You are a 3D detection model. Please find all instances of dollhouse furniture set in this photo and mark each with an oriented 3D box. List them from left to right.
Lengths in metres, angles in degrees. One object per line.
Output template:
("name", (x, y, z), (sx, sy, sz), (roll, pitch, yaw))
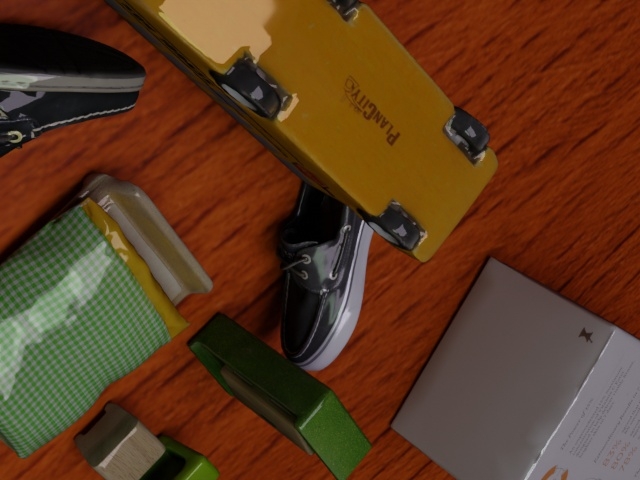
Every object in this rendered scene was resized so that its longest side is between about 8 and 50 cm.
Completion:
("dollhouse furniture set", (-0.124, 0.121, 0.899), (0.197, 0.151, 0.301), (-46, 138, -13))

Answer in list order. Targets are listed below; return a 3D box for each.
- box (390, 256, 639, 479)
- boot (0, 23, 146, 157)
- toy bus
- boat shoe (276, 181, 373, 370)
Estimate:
("box", (0.274, 0.187, 1.320), (0.345, 0.168, 0.215), (27, 95, -50))
("boot", (-0.229, -0.038, 0.750), (0.236, 0.085, 0.178), (-9, 123, -34))
("toy bus", (-0.010, -0.116, 0.848), (0.108, 0.130, 0.332), (-54, 132, -6))
("boat shoe", (0.000, 0.000, 1.005), (0.076, 0.080, 0.228), (9, 107, -41))
